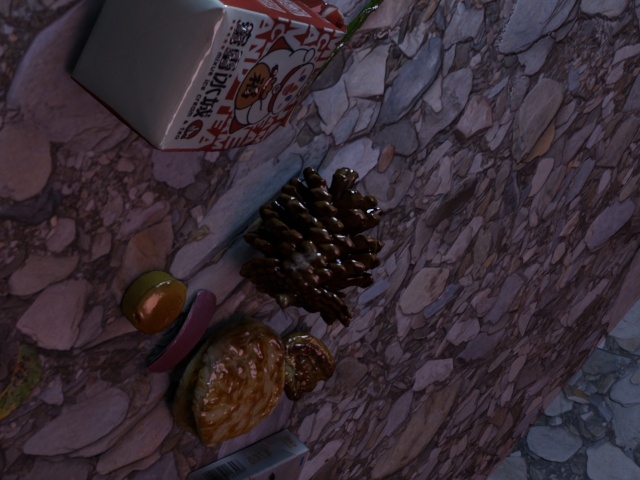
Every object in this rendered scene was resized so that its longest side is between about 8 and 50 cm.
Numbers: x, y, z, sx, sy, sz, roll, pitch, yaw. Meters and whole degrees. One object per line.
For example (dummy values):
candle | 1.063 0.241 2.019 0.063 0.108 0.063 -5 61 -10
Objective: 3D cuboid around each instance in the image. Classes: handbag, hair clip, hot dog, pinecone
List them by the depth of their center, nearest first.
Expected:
handbag | -0.098 -0.195 1.074 0.298 0.151 0.171 -8 132 -59
pinecone | 0.001 0.000 1.364 0.185 0.168 0.212 34 87 -18
hair clip | -0.188 0.130 1.389 0.137 0.022 0.054 -54 153 2
hot dog | -0.029 0.207 1.644 0.099 0.065 0.147 -33 147 -13

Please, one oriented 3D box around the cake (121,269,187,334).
cake | -0.211 0.080 1.285 0.084 0.044 0.084 -36 147 -29

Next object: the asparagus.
asparagus | 0.035 -0.262 1.293 0.023 0.022 0.233 44 85 -15

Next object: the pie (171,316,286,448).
pie | -0.133 0.212 1.486 0.179 0.084 0.205 -33 142 -32

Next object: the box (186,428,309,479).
box | -0.134 0.430 1.726 0.233 0.067 0.149 -15 135 -45
